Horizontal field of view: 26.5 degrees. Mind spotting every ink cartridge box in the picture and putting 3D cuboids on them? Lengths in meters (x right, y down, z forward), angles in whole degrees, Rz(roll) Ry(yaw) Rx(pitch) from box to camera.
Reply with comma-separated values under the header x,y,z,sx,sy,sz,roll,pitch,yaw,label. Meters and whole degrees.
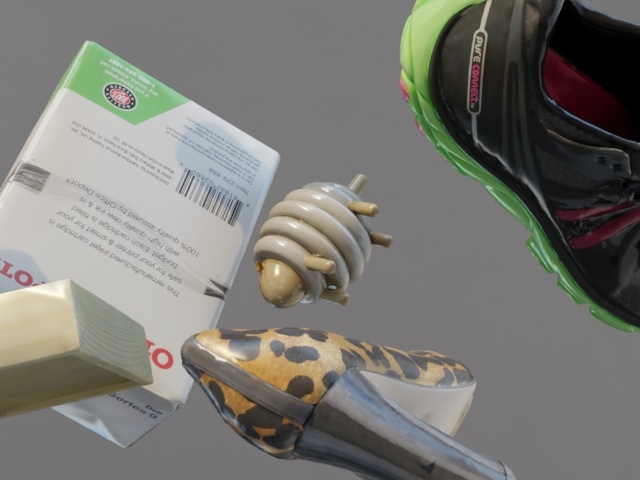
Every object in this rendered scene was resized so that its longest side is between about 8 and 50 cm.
x,y,z,sx,sy,sz,roll,pitch,yaw,label
-0.185,0.002,1.188,0.211,0.289,0.121,32,-39,-15,ink cartridge box

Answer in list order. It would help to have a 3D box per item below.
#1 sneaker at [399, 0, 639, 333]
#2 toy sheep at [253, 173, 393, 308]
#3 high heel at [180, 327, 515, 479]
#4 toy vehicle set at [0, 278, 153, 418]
x,y,z,sx,sy,sz,roll,pitch,yaw,label
0.277,-0.061,1.197,0.483,0.185,0.202,35,-32,-30,sneaker
0.000,0.000,1.000,0.091,0.132,0.091,29,-33,21,toy sheep
-0.001,0.081,0.802,0.186,0.261,0.093,28,-90,-11,high heel
-0.235,0.080,0.712,0.267,0.035,0.166,-13,-13,1,toy vehicle set
